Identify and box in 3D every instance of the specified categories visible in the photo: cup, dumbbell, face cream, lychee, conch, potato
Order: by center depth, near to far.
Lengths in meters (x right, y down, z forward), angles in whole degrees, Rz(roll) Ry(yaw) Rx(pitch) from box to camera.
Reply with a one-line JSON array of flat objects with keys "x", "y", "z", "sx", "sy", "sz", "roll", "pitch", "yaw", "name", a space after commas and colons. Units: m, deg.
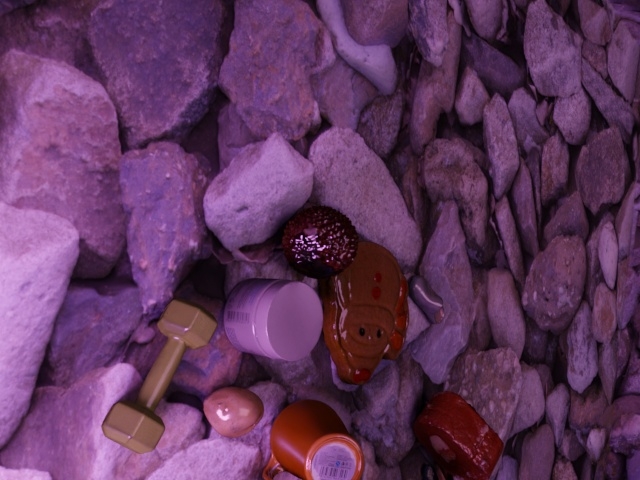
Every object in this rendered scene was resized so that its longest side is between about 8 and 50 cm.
[{"x": -0.311, "y": 0.260, "z": 1.381, "sx": 0.108, "sy": 0.121, "sz": 0.301, "roll": 30, "pitch": 63, "yaw": -12, "name": "dumbbell"}, {"x": -0.182, "y": 0.366, "z": 1.523, "sx": 0.147, "sy": 0.112, "sz": 0.112, "roll": 25, "pitch": 71, "yaw": -52, "name": "potato"}, {"x": -0.106, "y": 0.173, "z": 1.575, "sx": 0.177, "sy": 0.153, "sz": 0.177, "roll": 0, "pitch": 90, "yaw": -46, "name": "face cream"}, {"x": -0.021, "y": 0.482, "z": 1.584, "sx": 0.226, "sy": 0.264, "sz": 0.182, "roll": -39, "pitch": 98, "yaw": -13, "name": "cup"}, {"x": 0.000, "y": 0.000, "z": 1.683, "sx": 0.188, "sy": 0.188, "sz": 0.187, "roll": 1, "pitch": 88, "yaw": -47, "name": "lychee"}, {"x": 0.406, "y": 0.715, "z": 2.166, "sx": 0.105, "sy": 0.094, "sz": 0.176, "roll": -28, "pitch": 110, "yaw": -6, "name": "conch"}]

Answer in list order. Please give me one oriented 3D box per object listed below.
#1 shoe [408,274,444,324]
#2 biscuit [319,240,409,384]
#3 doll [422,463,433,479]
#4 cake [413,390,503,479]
[{"x": 0.335, "y": 0.180, "z": 2.110, "sx": 0.079, "sy": 0.078, "sz": 0.195, "roll": -57, "pitch": 131, "yaw": -31, "name": "shoe"}, {"x": 0.122, "y": 0.195, "z": 1.892, "sx": 0.359, "sy": 0.074, "sz": 0.380, "roll": 17, "pitch": 74, "yaw": -44, "name": "biscuit"}, {"x": 0.327, "y": 0.734, "z": 2.125, "sx": 0.037, "sy": 0.027, "sz": 0.125, "roll": -20, "pitch": 104, "yaw": -53, "name": "doll"}, {"x": 0.399, "y": 0.584, "z": 2.078, "sx": 0.283, "sy": 0.177, "sz": 0.151, "roll": 45, "pitch": 51, "yaw": -5, "name": "cake"}]
